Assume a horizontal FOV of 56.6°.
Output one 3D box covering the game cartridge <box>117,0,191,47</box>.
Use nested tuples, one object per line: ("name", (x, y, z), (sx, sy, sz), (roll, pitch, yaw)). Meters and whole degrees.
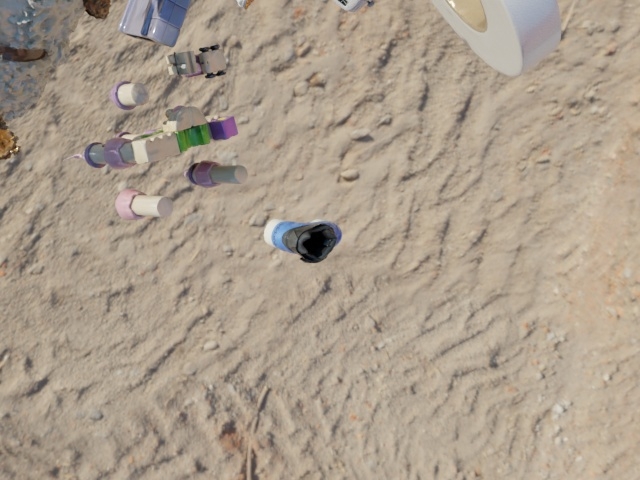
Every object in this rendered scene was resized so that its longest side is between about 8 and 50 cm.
("game cartridge", (-0.320, -0.512, 1.185), (0.068, 0.355, 0.230), (13, 102, -32))

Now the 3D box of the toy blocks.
("toy blocks", (-0.356, -0.228, 1.266), (0.260, 0.289, 0.308), (6, 115, 37))

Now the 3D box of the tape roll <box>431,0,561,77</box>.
("tape roll", (0.220, -0.426, 0.915), (0.072, 0.392, 0.392), (-37, 118, 11))

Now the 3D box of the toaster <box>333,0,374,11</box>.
("toaster", (0.075, -0.751, 1.648), (0.227, 0.129, 0.146), (36, 74, -16))

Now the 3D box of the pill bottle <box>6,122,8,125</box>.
("pill bottle", (-0.452, -0.183, 0.808), (0.065, 0.116, 0.065), (1, 136, 1))

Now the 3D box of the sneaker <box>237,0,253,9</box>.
("sneaker", (-0.126, -0.432, 0.849), (0.121, 0.262, 0.099), (36, 78, -8))

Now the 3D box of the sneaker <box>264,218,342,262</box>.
("sneaker", (0.000, 0.001, 0.856), (0.152, 0.085, 0.058), (8, 100, -50))

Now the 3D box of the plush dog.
("plush dog", (-0.357, -0.234, 0.649), (0.262, 0.210, 0.225), (-10, 155, -49))
